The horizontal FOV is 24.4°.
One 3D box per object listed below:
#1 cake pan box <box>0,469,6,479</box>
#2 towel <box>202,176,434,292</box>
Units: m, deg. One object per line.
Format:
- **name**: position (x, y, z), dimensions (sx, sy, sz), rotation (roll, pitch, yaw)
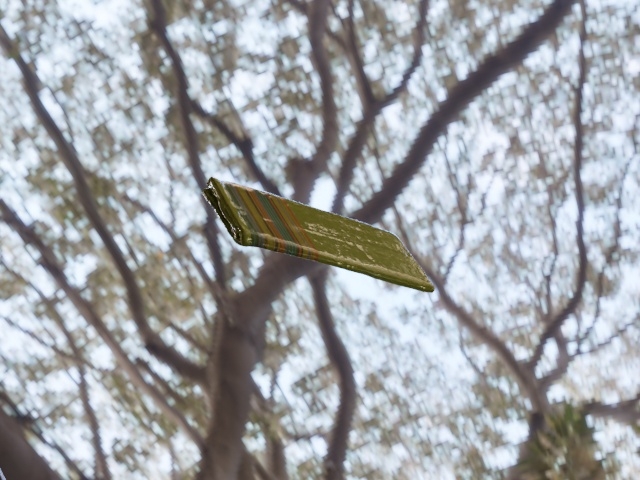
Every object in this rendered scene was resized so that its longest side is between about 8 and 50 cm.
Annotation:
- **cake pan box**: position (-0.287, 0.224, 1.235), dimensions (0.070, 0.267, 0.246), rotation (-28, -98, -16)
- **towel**: position (0.000, 0.000, 1.442), dimensions (0.021, 0.237, 0.102), rotation (-57, -142, 22)
